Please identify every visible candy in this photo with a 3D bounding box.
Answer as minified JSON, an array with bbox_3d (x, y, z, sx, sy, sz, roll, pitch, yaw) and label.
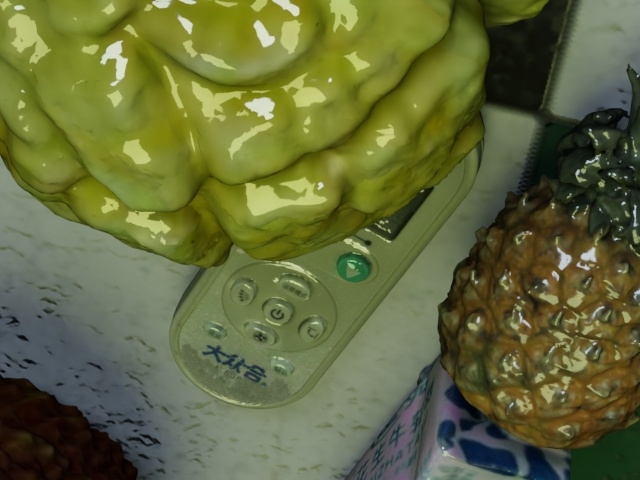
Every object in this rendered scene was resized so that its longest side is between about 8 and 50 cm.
[{"bbox_3d":[0.057,0.130,0.954,0.073,0.092,0.160,25,128,-12],"label":"candy"}]

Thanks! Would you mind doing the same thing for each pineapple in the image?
[{"bbox_3d":[0.127,-0.006,0.828,0.108,0.108,0.198,24,117,-5],"label":"pineapple"}]

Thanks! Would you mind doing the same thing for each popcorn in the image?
[{"bbox_3d":[-0.034,-0.124,0.674,0.224,0.258,0.270,2,126,-9],"label":"popcorn"}]

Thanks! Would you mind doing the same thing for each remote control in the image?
[{"bbox_3d":[0.000,0.000,0.898,0.078,0.042,0.221,30,128,-8],"label":"remote control"}]

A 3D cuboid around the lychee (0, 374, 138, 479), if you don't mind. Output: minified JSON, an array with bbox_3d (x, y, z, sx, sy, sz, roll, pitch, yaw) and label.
[{"bbox_3d":[-0.197,0.170,0.952,0.236,0.236,0.271,0,162,15],"label":"lychee"}]
